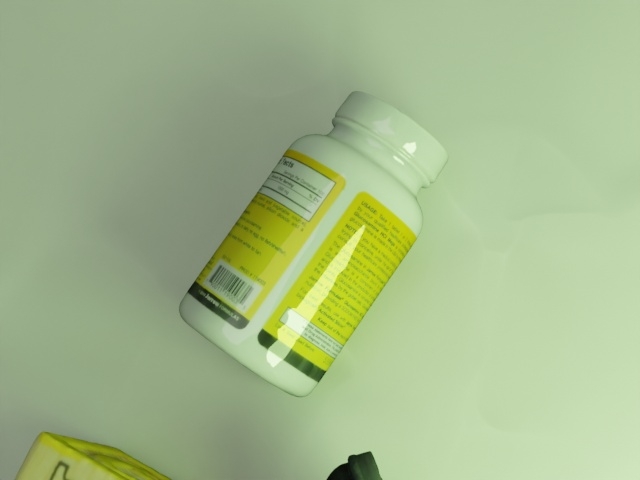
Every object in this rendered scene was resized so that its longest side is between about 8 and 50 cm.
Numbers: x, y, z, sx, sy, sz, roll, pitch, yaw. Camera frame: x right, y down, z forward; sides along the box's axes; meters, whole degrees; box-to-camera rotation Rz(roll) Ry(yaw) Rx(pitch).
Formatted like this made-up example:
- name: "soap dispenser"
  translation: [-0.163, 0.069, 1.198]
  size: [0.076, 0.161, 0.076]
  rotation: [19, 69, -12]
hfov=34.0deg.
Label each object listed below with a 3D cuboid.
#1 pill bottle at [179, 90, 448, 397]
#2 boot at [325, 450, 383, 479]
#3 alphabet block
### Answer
- name: "pill bottle"
  translation: [0.000, 0.000, 1.230]
  size: [0.188, 0.188, 0.334]
  rotation: [33, 85, 24]
- name: "boot"
  translation: [-0.112, 0.438, 1.046]
  size: [0.445, 0.146, 0.367]
  rotation: [-13, 91, -1]
- name: "alphabet block"
  translation: [-0.253, 0.355, 1.199]
  size: [0.193, 0.192, 0.197]
  rotation: [24, 83, 21]
